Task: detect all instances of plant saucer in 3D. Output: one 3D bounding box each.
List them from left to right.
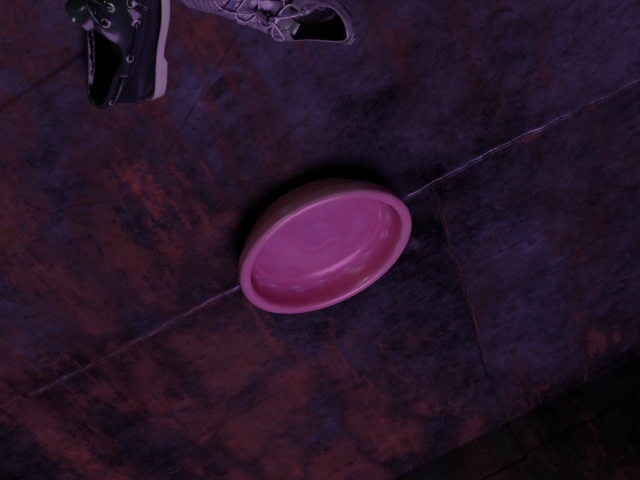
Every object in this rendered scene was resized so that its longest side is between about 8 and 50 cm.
[{"bbox_3d":[0.000,0.000,2.032,0.332,0.084,0.332,-18,145,-13],"label":"plant saucer"}]

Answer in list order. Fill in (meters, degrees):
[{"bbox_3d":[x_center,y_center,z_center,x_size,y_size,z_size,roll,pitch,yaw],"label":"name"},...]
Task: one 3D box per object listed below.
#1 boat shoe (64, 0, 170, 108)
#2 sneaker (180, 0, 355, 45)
[{"bbox_3d":[-0.268,-0.291,1.430,0.113,0.127,0.340,-26,157,-21],"label":"boat shoe"},{"bbox_3d":[-0.065,-0.328,1.521,0.281,0.115,0.105,0,138,-34],"label":"sneaker"}]
